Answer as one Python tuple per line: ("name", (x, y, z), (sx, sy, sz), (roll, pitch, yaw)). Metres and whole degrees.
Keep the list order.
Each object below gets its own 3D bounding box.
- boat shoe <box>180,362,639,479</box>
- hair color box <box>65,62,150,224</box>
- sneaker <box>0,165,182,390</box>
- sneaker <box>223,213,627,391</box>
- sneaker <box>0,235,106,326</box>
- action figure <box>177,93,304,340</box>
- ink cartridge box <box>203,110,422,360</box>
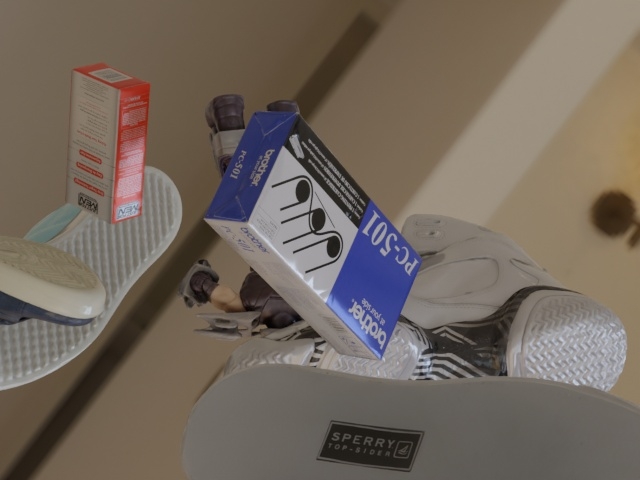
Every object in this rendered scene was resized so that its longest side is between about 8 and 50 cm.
("boat shoe", (0.051, 0.097, 0.548), (0.228, 0.080, 0.076), (3, -32, 39))
("hair color box", (-0.209, -0.095, 1.551), (0.072, 0.141, 0.043), (25, 29, 34))
("sneaker", (-0.304, 0.056, 1.770), (0.150, 0.366, 0.135), (-23, -76, 48))
("sneaker", (0.072, 0.083, 1.425), (0.365, 0.137, 0.210), (-6, 27, -18))
("sneaker", (-0.369, 0.063, 1.542), (0.350, 0.148, 0.131), (13, 8, 24))
("action figure", (-0.046, 0.001, 1.529), (0.185, 0.285, 0.099), (0, -24, -17))
("ink cartridge box", (0.000, 0.000, 1.210), (0.046, 0.097, 0.207), (6, -28, 37))
